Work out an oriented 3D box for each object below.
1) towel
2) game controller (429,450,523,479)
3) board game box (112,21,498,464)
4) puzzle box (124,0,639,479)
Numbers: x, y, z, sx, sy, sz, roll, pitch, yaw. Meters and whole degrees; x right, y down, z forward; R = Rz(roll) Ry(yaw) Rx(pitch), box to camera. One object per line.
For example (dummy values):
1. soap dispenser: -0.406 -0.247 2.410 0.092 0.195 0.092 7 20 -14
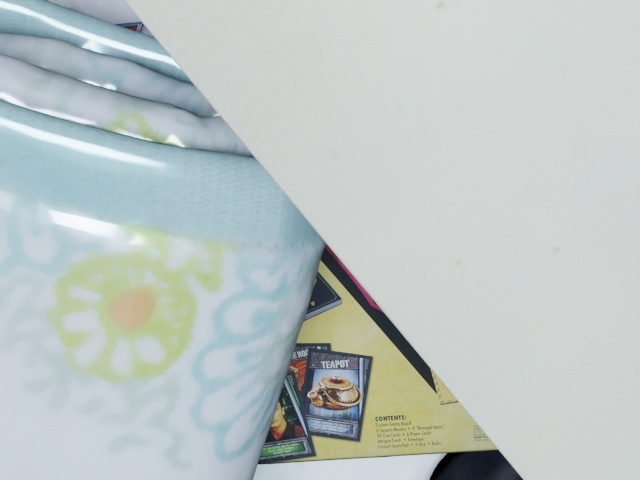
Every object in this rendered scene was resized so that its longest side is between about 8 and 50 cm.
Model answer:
1. towel: -0.209 0.048 0.541 0.374 0.090 0.321 18 118 0
2. game controller: 0.201 0.134 0.618 0.319 0.067 0.167 -8 98 6
3. board game box: 0.000 0.000 0.569 0.243 0.042 0.165 -4 115 5
4. puzzle box: 0.150 -0.138 0.336 0.409 0.052 0.272 -36 111 8
